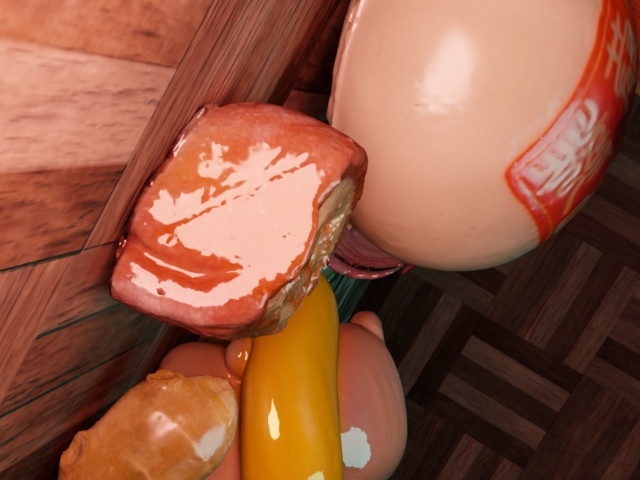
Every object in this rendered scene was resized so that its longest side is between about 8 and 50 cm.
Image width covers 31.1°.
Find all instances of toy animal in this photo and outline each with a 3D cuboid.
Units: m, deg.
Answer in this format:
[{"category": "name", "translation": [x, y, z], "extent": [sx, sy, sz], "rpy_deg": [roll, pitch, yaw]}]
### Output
[{"category": "toy animal", "translation": [-0.067, 0.167, 1.259], "extent": [0.247, 0.277, 0.345], "rpy_deg": [-16, 177, 25]}]

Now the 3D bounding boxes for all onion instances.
[{"category": "onion", "translation": [0.076, -0.064, 1.387], "extent": [0.200, 0.200, 0.207], "rpy_deg": [-49, 159, -55]}]

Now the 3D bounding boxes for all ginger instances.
[{"category": "ginger", "translation": [-0.199, 0.313, 1.050], "extent": [0.122, 0.348, 0.363], "rpy_deg": [-111, -176, -60]}]

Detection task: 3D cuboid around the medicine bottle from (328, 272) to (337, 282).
[{"category": "medicine bottle", "translation": [0.050, -0.019, 1.756], "extent": [0.260, 0.095, 0.064], "rpy_deg": [-51, -160, -5]}]

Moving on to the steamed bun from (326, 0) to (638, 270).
[{"category": "steamed bun", "translation": [0.173, -0.143, 1.101], "extent": [0.374, 0.241, 0.374], "rpy_deg": [16, 90, -71]}]

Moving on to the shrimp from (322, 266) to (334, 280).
[{"category": "shrimp", "translation": [0.000, 0.000, 1.521], "extent": [0.317, 0.077, 0.168], "rpy_deg": [-57, 171, 8]}]

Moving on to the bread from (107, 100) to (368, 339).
[{"category": "bread", "translation": [-0.053, -0.011, 0.888], "extent": [0.190, 0.123, 0.244], "rpy_deg": [-60, 174, -1]}]

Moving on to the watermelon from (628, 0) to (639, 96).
[{"category": "watermelon", "translation": [0.326, -0.287, 1.162], "extent": [0.193, 0.310, 0.232], "rpy_deg": [-18, -179, -28]}]
